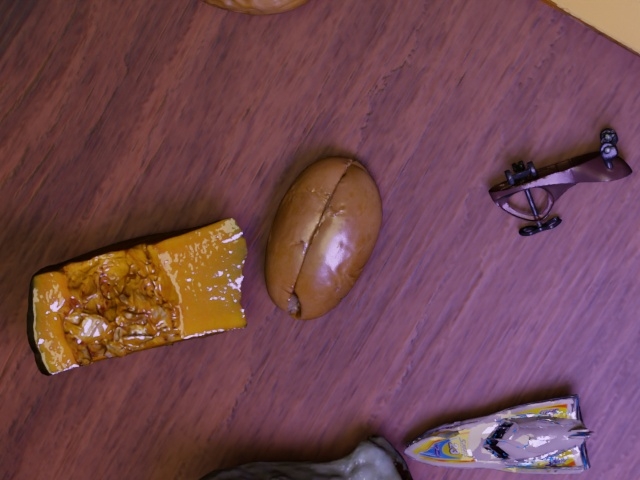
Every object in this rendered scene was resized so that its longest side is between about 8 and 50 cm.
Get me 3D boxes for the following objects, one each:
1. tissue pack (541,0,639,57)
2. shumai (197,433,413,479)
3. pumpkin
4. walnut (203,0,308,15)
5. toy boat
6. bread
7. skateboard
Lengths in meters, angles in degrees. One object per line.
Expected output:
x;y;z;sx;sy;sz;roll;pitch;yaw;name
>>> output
0.363;-0.272;1.734;0.275;0.145;0.194;31;99;4;tissue pack
-0.022;0.290;1.822;0.225;0.261;0.222;36;96;36;shumai
-0.201;0.062;1.876;0.248;0.126;0.130;-11;87;-9;pumpkin
-0.072;-0.307;1.798;0.180;0.144;0.144;1;97;5;walnut
0.193;0.218;1.858;0.210;0.066;0.084;-8;94;10;toy boat
0.000;0.000;1.856;0.114;0.077;0.189;22;97;1;bread
0.257;-0.058;1.824;0.151;0.067;0.080;-17;104;15;skateboard
